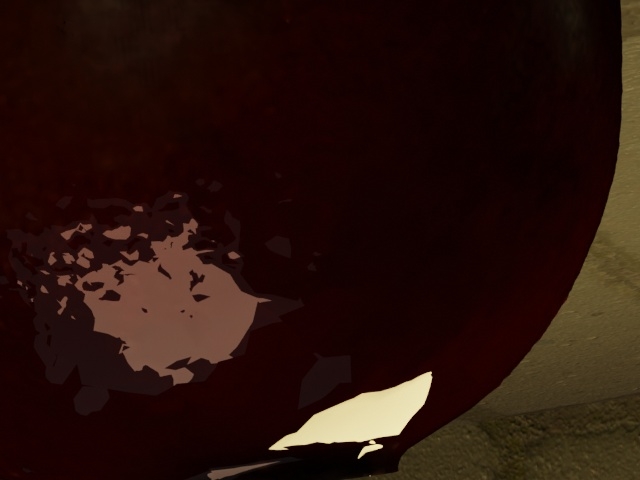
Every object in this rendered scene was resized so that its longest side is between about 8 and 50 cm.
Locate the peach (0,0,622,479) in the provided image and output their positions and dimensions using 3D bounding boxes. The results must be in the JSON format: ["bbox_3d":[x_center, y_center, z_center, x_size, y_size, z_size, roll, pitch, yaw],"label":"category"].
[{"bbox_3d":[-0.047,-0.048,0.788,0.335,0.310,0.406,-3,166,-1],"label":"peach"}]
